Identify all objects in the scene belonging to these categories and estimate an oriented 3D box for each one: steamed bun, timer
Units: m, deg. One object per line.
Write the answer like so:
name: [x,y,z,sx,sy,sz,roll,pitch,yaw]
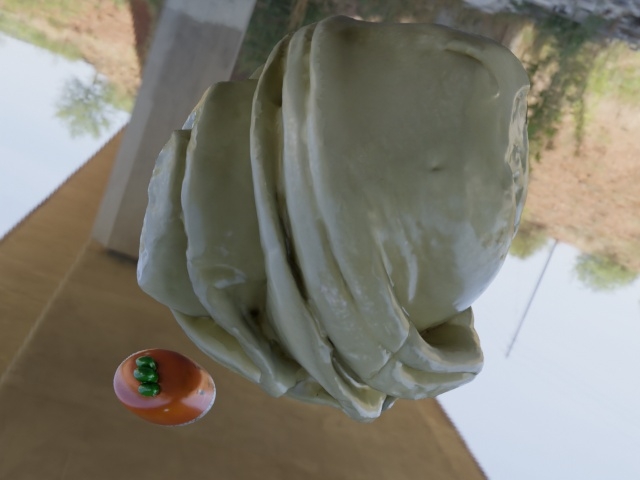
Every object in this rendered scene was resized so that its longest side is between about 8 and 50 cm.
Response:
steamed bun: [-0.001,-0.003,0.608,0.203,0.275,0.289,-27,-168,-39]
timer: [-0.210,0.187,1.162,0.136,0.099,0.136,3,149,2]
